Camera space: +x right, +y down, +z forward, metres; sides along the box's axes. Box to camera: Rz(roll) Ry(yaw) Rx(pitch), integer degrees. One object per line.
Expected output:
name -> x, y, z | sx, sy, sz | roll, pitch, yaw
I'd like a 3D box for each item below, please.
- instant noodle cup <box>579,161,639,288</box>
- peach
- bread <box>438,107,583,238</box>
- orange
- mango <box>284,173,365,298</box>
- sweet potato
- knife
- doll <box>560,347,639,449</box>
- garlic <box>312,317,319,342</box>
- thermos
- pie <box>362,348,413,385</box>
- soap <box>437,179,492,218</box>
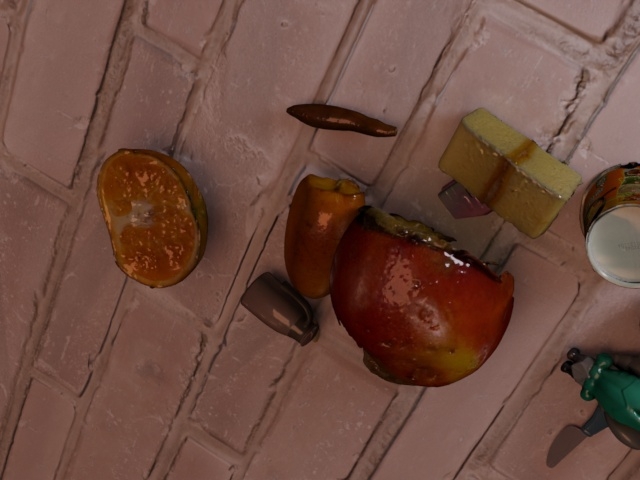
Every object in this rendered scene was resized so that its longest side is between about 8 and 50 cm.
instant noodle cup -> 0.612, -0.020, 1.673 | 0.230, 0.182, 0.230 | 9, 115, 20
peach -> 0.203, 0.101, 1.771 | 0.339, 0.353, 0.417 | 22, 140, 56
bread -> 0.378, -0.141, 1.718 | 0.266, 0.142, 0.178 | 36, 94, 11
orange -> -0.392, -0.051, 2.044 | 0.274, 0.274, 0.310 | -18, 69, 28
mango -> 0.000, 0.000, 1.946 | 0.201, 0.199, 0.350 | 47, 139, 32
sweet potato -> 0.045, -0.265, 1.881 | 0.264, 0.057, 0.057 | 11, 115, 18
knife -> 0.588, 0.444, 1.967 | 0.058, 0.032, 0.244 | 39, 124, 0
doll -> 0.654, 0.309, 1.821 | 0.195, 0.153, 0.258 | -49, 61, 38
garlic -> -0.033, 0.210, 2.120 | 0.083, 0.041, 0.053 | 35, 132, 18
thermos -> -0.084, 0.164, 2.057 | 0.193, 0.105, 0.137 | 40, 133, 17
pie -> 0.183, 0.276, 2.035 | 0.193, 0.079, 0.163 | 34, 128, 7
soap -> 0.339, -0.105, 1.824 | 0.149, 0.056, 0.100 | -34, 98, 30
